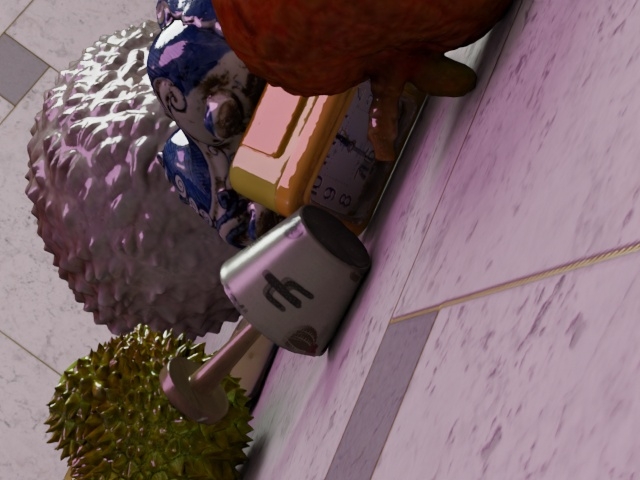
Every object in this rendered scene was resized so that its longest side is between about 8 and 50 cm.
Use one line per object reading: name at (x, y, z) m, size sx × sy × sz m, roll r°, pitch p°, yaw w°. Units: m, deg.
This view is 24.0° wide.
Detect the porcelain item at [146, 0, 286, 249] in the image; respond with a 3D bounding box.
porcelain item at (-0.093, -0.120, 1.490) m, size 0.138 × 0.186 × 0.288 m, roll -39°, pitch -42°, yaw -25°

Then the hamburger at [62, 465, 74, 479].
hamburger at (-0.240, 0.331, 1.834) m, size 0.237 × 0.148 × 0.237 m, roll -57°, pitch 18°, yaw 30°

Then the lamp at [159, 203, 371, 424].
lamp at (-0.052, 0.071, 1.340) m, size 0.215 × 0.121 × 0.121 m, roll -47°, pitch 13°, yaw 19°

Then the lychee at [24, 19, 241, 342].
lychee at (-0.179, -0.070, 1.834) m, size 0.380 × 0.380 × 0.432 m, roll -74°, pitch -3°, yaw -52°

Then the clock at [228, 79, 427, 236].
clock at (0.015, -0.112, 1.394) m, size 0.143 × 0.096 × 0.202 m, roll 20°, pitch -84°, yaw -58°

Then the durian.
durian at (-0.163, 0.197, 1.496) m, size 0.200 × 0.176 × 0.237 m, roll -40°, pitch -23°, yaw -19°

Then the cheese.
cheese at (-0.111, 0.175, 1.776) m, size 0.127 × 0.054 × 0.251 m, roll -65°, pitch 5°, yaw -27°

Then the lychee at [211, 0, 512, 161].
lychee at (0.034, -0.219, 1.197) m, size 0.255 × 0.255 × 0.300 m, roll 129°, pitch 128°, yaw -66°
